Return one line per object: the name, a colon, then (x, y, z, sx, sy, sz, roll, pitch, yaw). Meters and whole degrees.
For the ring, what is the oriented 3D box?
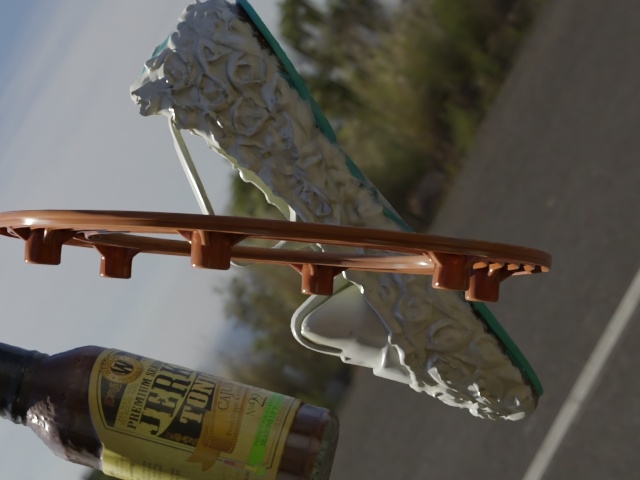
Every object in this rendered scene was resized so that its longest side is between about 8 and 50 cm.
ring: (-0.030, 0.012, 1.163, 0.336, 0.337, 0.032, 141, 132, -86)

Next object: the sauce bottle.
sauce bottle: (-0.159, 0.156, 1.678, 0.111, 0.344, 0.111, 14, -90, -84)

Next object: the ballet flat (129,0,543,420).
ballet flat: (0.000, 0.000, 1.491, 0.147, 0.409, 0.147, -38, 5, 4)
